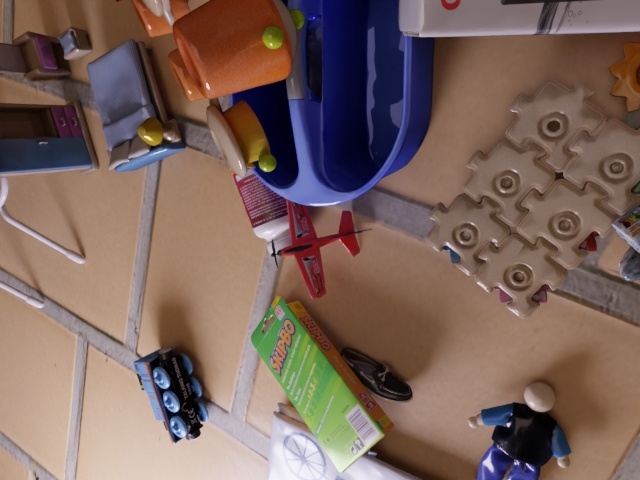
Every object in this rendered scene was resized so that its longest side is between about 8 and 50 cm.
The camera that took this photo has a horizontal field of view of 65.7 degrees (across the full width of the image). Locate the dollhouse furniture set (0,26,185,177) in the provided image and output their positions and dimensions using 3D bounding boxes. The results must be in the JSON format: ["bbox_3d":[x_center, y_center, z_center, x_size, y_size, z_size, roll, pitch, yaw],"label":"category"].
[{"bbox_3d":[-0.415,-0.249,0.816,0.303,0.198,0.286,-12,96,30],"label":"dollhouse furniture set"}]

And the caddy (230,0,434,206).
[{"bbox_3d":[0.007,-0.215,0.606,0.241,0.179,0.341,5,104,27],"label":"caddy"}]

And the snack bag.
[{"bbox_3d":[0.053,0.466,0.819,0.342,0.037,0.323,14,109,26],"label":"snack bag"}]

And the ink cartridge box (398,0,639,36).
[{"bbox_3d":[0.210,-0.281,0.420,0.273,0.114,0.197,-1,113,3],"label":"ink cartridge box"}]

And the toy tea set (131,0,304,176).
[{"bbox_3d":[-0.118,-0.244,0.561,0.124,0.200,0.336,-28,67,-13],"label":"toy tea set"}]

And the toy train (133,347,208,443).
[{"bbox_3d":[-0.281,0.291,0.940,0.105,0.080,0.184,-12,98,39],"label":"toy train"}]

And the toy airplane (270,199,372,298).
[{"bbox_3d":[0.000,0.000,0.702,0.028,0.151,0.151,-178,73,-72],"label":"toy airplane"}]

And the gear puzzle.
[{"bbox_3d":[0.278,-0.084,0.571,0.175,0.044,0.339,41,114,17],"label":"gear puzzle"}]

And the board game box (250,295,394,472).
[{"bbox_3d":[-0.010,0.213,0.766,0.259,0.039,0.124,48,126,21],"label":"board game box"}]

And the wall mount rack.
[{"bbox_3d":[-0.671,-0.019,1.057,0.350,0.130,0.304,-37,79,30],"label":"wall mount rack"}]

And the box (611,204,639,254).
[{"bbox_3d":[0.376,-0.026,0.481,0.137,0.094,0.027,-37,119,16],"label":"box"}]

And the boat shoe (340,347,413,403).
[{"bbox_3d":[0.081,0.199,0.738,0.125,0.046,0.038,23,116,31],"label":"boat shoe"}]

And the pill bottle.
[{"bbox_3d":[-0.071,-0.058,0.736,0.086,0.086,0.152,-20,91,31],"label":"pill bottle"}]

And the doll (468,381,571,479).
[{"bbox_3d":[0.258,0.269,0.655,0.129,0.046,0.189,23,112,21],"label":"doll"}]

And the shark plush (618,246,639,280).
[{"bbox_3d":[0.394,0.002,0.507,0.161,0.067,0.073,-17,93,30],"label":"shark plush"}]
